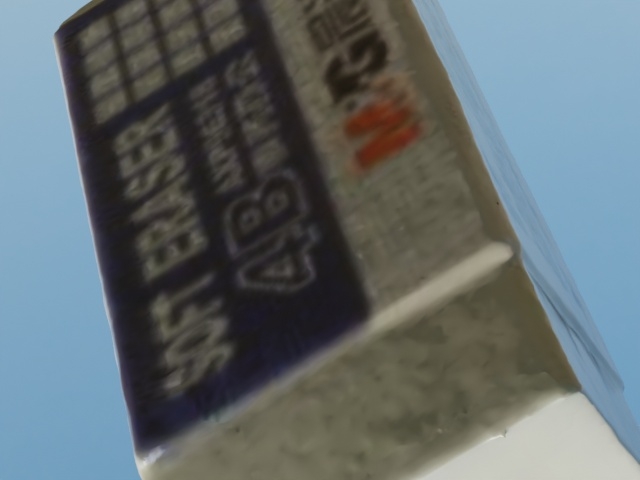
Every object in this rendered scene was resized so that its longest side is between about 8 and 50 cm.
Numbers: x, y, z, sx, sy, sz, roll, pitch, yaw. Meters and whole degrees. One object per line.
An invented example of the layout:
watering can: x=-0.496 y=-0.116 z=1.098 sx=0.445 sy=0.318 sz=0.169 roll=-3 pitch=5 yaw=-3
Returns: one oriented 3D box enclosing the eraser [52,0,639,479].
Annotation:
eraser: x=0.000 y=0.000 z=0.599 sx=0.124 sy=0.081 sz=0.279 roll=-31 pitch=-140 yaw=11
